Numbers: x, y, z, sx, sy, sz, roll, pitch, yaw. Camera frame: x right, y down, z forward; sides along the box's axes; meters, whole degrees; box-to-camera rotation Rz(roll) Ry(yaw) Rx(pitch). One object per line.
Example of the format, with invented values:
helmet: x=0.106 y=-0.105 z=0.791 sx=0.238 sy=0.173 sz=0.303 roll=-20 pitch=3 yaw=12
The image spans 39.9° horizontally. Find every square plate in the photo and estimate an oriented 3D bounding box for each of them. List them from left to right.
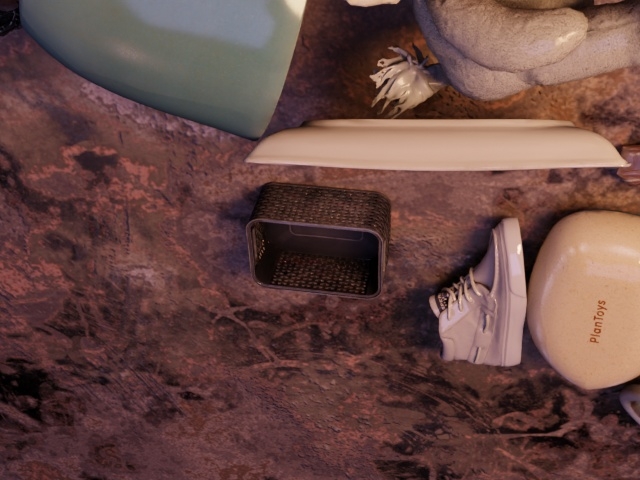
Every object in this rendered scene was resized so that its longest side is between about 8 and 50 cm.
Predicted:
square plate: x=0.131 y=-0.100 z=0.935 sx=0.347 sy=0.344 sz=0.049 roll=2 pitch=95 yaw=13

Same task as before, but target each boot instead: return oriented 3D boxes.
boot: x=0.208 y=0.079 z=1.182 sx=0.123 sy=0.095 sz=0.258 roll=-2 pitch=130 yaw=7
boot: x=0.412 y=-0.072 z=1.043 sx=0.114 sy=0.037 sz=0.106 roll=-10 pitch=113 yaw=17

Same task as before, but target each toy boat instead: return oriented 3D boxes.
toy boat: x=0.425 y=0.086 z=1.122 sx=0.318 sy=0.148 sz=0.268 roll=14 pitch=127 yaw=12

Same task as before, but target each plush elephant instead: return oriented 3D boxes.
plush elephant: x=0.139 y=-0.272 z=0.786 sx=0.330 sy=0.272 sz=0.255 roll=-19 pitch=124 yaw=27

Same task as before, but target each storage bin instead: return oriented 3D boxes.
storage bin: x=0.000 y=0.000 z=1.178 sx=0.180 sy=0.084 sz=0.122 roll=6 pitch=131 yaw=10

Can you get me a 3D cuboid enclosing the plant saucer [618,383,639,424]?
plant saucer: x=0.593 y=0.285 z=1.159 sx=0.400 sy=0.400 sz=0.100 roll=38 pitch=84 yaw=-18

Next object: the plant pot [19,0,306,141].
plant pot: x=-0.145 y=-0.260 z=0.824 sx=0.235 sy=0.293 sz=0.293 roll=11 pitch=133 yaw=-14

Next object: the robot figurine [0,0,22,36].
robot figurine: x=-0.342 y=-0.338 z=0.978 sx=0.291 sy=0.085 sz=0.211 roll=-4 pitch=128 yaw=16
